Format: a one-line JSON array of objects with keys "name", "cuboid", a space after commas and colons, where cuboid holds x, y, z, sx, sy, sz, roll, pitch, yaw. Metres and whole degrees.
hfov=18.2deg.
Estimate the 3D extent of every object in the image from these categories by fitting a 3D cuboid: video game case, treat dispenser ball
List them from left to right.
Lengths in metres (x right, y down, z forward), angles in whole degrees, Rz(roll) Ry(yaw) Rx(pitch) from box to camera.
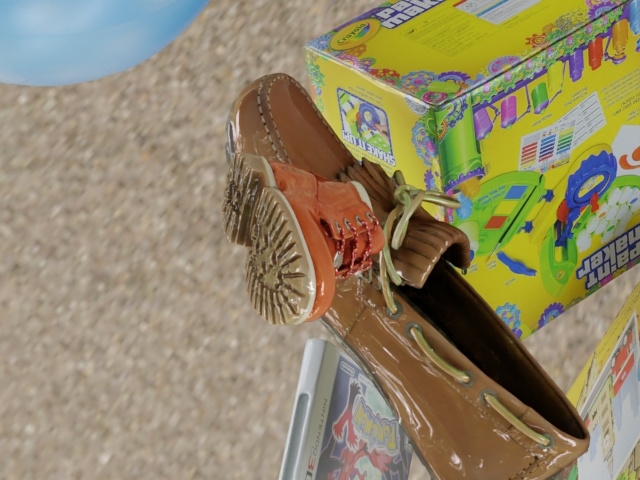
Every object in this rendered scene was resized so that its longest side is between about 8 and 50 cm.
[{"name": "treat dispenser ball", "cuboid": [-0.197, -0.253, 1.414, 0.288, 0.288, 0.288, 7, 117, 13]}, {"name": "video game case", "cuboid": [0.023, 0.199, 1.679, 0.023, 0.183, 0.201, 2, 160, 28]}]

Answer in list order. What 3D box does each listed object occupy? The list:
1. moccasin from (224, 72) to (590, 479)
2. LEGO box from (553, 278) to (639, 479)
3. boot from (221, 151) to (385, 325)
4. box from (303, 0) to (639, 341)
[{"name": "moccasin", "cuboid": [0.065, 0.026, 1.522, 0.147, 0.139, 0.380, -40, 76, 30]}, {"name": "LEGO box", "cuboid": [0.341, 0.273, 1.848, 0.193, 0.372, 0.500, 11, 142, -9]}, {"name": "boot", "cuboid": [0.000, 0.000, 1.064, 0.085, 0.158, 0.059, 11, 114, -15]}, {"name": "box", "cuboid": [0.167, -0.088, 1.771, 0.177, 0.290, 0.279, 30, 140, 44]}]
